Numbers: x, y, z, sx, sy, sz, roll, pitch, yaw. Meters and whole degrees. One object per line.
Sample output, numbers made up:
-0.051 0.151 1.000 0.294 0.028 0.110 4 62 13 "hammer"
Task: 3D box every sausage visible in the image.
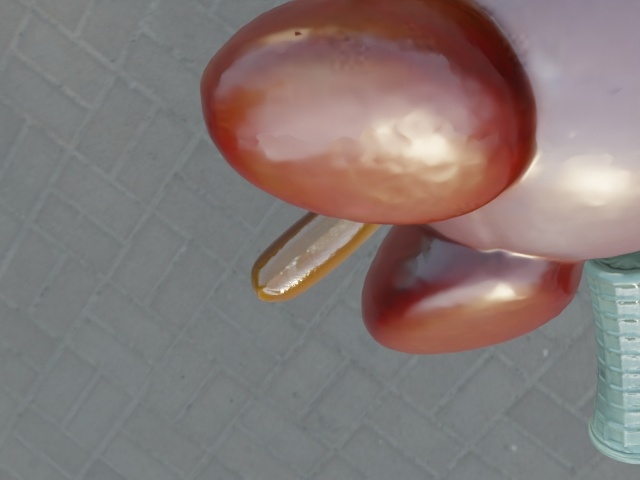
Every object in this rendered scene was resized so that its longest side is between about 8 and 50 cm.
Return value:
0.000 0.000 1.485 0.274 0.105 0.105 -40 96 15 "sausage"

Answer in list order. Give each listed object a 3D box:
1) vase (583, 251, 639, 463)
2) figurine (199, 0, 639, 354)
0.427 0.145 1.268 0.143 0.143 0.298 -5 119 16 "vase"
0.119 -0.083 0.438 0.211 0.261 0.269 10 156 27 "figurine"
